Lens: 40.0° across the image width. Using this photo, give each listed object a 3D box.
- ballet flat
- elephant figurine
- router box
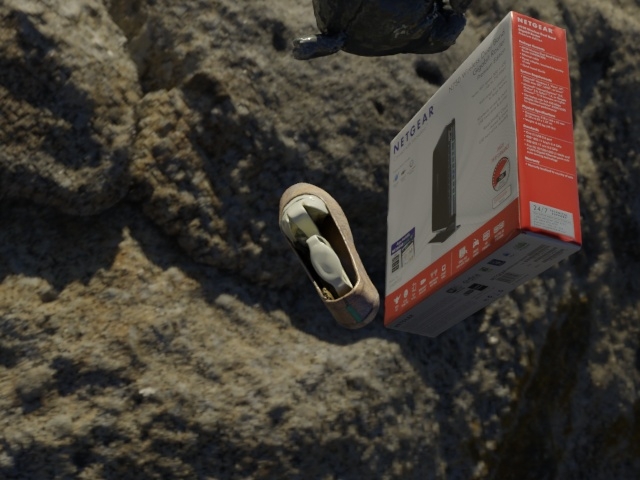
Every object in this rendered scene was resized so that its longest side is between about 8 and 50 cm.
[{"bbox_3d":[0.000,0.000,1.415,0.106,0.107,0.316,42,12,-52],"label":"ballet flat"},{"bbox_3d":[0.094,-0.271,0.729,0.169,0.239,0.186,9,59,-29],"label":"elephant figurine"},{"bbox_3d":[0.193,-0.069,1.135,0.082,0.335,0.301,13,62,-18],"label":"router box"}]
